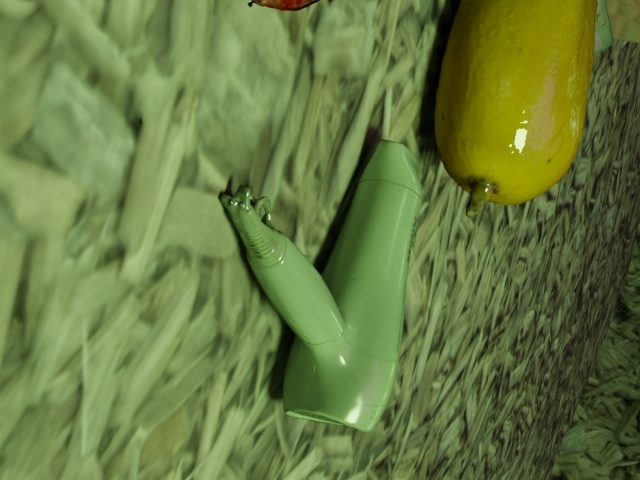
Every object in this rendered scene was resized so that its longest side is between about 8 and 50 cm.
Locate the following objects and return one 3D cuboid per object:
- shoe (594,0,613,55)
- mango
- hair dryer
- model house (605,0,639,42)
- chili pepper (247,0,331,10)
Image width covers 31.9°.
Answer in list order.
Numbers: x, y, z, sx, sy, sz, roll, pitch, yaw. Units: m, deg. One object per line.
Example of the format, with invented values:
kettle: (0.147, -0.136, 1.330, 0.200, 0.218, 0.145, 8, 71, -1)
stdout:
shoe: (0.230, -0.202, 1.079, 0.103, 0.100, 0.251, -48, 151, -47)
mango: (0.172, -0.161, 0.928, 0.176, 0.119, 0.316, 39, 66, -59)
hair dryer: (0.000, 0.000, 0.710, 0.237, 0.075, 0.206, 44, 57, -59)
model house: (0.385, -0.342, 1.175, 0.202, 0.237, 0.237, -54, 152, -39)
chili pepper: (-0.012, -0.194, 0.469, 0.192, 0.084, 0.086, 89, 9, -50)
